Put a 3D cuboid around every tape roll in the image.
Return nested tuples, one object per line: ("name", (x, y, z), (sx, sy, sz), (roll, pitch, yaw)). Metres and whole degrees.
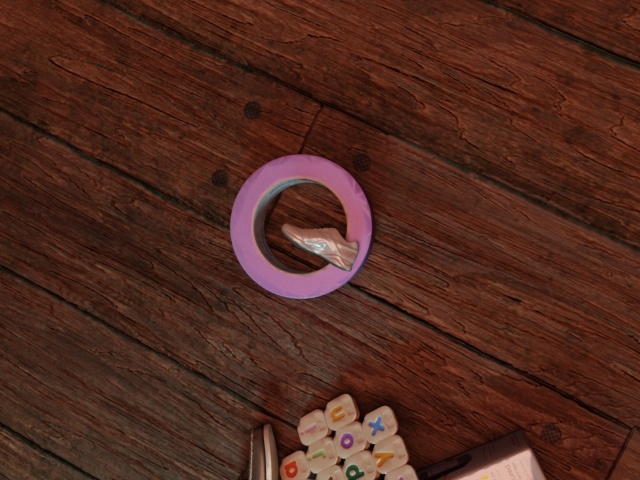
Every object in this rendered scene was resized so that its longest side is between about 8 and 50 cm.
("tape roll", (-0.033, -0.027, 1.329), (0.274, 0.090, 0.275), (0, 91, 9))

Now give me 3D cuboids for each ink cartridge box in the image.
("ink cartridge box", (0.289, 0.522, 1.259), (0.306, 0.131, 0.226), (-26, 86, 7))

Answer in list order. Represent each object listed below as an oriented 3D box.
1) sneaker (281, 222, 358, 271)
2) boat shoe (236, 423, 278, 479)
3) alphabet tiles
("sneaker", (0.000, 0.000, 1.256), (0.152, 0.054, 0.061), (27, 85, 2))
("boat shoe", (-0.129, 0.512, 1.335), (0.091, 0.109, 0.305), (-1, 94, 4))
("alphabet tiles", (0.050, 0.442, 1.272), (0.278, 0.021, 0.284), (-35, 56, 21))
